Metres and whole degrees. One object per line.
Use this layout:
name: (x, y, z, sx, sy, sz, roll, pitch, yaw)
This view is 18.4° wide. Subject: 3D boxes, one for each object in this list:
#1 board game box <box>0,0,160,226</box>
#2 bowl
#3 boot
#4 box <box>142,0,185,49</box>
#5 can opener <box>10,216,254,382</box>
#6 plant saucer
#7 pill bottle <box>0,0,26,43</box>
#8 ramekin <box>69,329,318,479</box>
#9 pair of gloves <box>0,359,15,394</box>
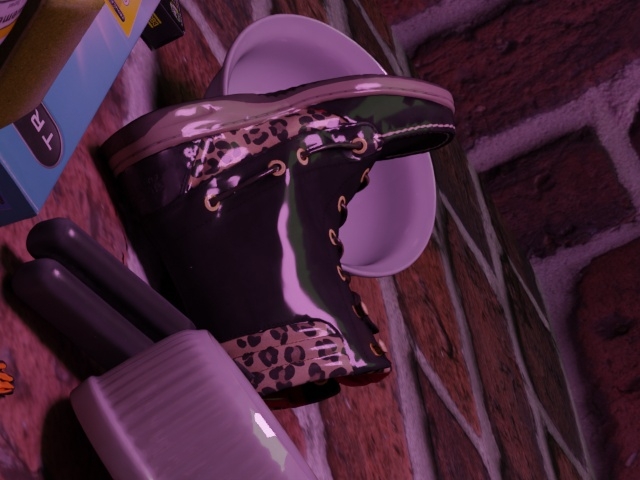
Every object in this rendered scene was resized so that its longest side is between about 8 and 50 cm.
board game box: (-0.242, -0.206, 1.450, 0.254, 0.079, 0.336, 58, 33, -29)
bowl: (-0.027, -0.077, 2.070, 0.298, 0.134, 0.298, 24, 52, -35)
boot: (0.000, 0.000, 1.846, 0.377, 0.138, 0.284, -9, 74, -38)
box: (-0.215, -0.326, 2.105, 0.184, 0.045, 0.190, 56, 15, -44)
can opener: (-0.149, 0.089, 1.550, 0.283, 0.095, 0.076, 44, 48, -37)
plant saucer: (-0.176, -0.176, 1.277, 0.045, 0.188, 0.188, 15, 58, -21)
pill bottle: (-0.229, -0.217, 1.117, 0.188, 0.334, 0.188, 26, 28, -15)
ramekin: (-0.079, 0.161, 1.438, 0.207, 0.109, 0.207, 54, -1, 2)
pair of gloves: (-0.233, 0.067, 1.347, 0.083, 0.010, 0.074, 67, 13, 16)
